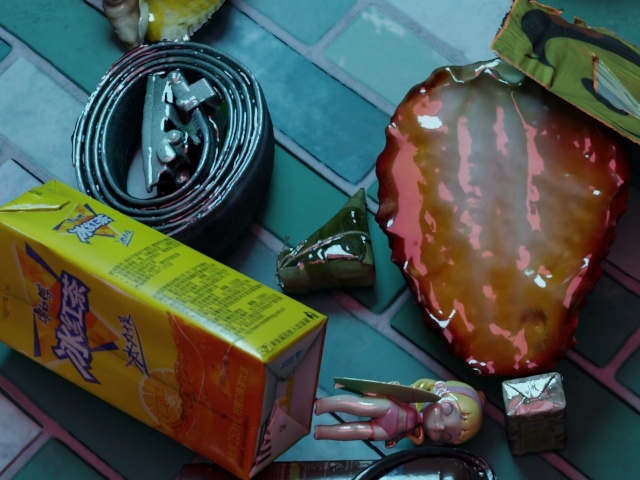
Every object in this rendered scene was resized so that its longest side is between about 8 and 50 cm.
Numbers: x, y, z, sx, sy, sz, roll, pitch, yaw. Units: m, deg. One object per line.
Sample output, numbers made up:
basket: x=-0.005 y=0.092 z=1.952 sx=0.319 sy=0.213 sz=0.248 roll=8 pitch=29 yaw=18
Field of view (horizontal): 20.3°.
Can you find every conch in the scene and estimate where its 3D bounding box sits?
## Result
conch: x=-0.173 y=-0.328 z=2.003 sx=0.178 sy=0.163 sz=0.245 roll=13 pitch=97 yaw=28

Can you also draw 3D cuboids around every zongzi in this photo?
zongzi: x=0.000 y=0.000 z=1.887 sx=0.109 sy=0.055 sz=0.119 roll=-9 pitch=53 yaw=3

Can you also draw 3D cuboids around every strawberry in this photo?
strawberry: x=0.194 y=-0.021 z=1.827 sx=0.265 sy=0.149 sz=0.336 roll=-5 pitch=78 yaw=17

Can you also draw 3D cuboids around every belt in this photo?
belt: x=-0.156 y=-0.081 z=1.903 sx=0.206 sy=0.116 sz=0.267 roll=5 pitch=63 yaw=13

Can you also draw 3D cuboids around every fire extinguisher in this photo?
fire extinguisher: x=0.035 y=0.269 z=1.724 sx=0.341 sy=0.105 sz=0.141 roll=-2 pitch=56 yaw=6

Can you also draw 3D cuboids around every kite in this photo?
kite: x=0.316 y=-0.148 z=1.800 sx=0.377 sy=0.013 sz=0.327 roll=10 pitch=32 yaw=-37

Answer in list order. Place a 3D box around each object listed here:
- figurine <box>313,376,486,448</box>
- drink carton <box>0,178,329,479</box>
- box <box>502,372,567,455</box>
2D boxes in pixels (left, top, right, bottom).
figurine: x=0.081 y=0.167 z=1.763 sx=0.187 sy=0.083 sz=0.083 roll=-3 pitch=64 yaw=-15
drink carton: x=-0.171 y=0.081 z=1.766 sx=0.351 sy=0.154 sz=0.111 roll=26 pitch=35 yaw=27
box: x=0.212 y=0.172 z=1.757 sx=0.062 sy=0.098 sz=0.045 roll=-7 pitch=59 yaw=2
